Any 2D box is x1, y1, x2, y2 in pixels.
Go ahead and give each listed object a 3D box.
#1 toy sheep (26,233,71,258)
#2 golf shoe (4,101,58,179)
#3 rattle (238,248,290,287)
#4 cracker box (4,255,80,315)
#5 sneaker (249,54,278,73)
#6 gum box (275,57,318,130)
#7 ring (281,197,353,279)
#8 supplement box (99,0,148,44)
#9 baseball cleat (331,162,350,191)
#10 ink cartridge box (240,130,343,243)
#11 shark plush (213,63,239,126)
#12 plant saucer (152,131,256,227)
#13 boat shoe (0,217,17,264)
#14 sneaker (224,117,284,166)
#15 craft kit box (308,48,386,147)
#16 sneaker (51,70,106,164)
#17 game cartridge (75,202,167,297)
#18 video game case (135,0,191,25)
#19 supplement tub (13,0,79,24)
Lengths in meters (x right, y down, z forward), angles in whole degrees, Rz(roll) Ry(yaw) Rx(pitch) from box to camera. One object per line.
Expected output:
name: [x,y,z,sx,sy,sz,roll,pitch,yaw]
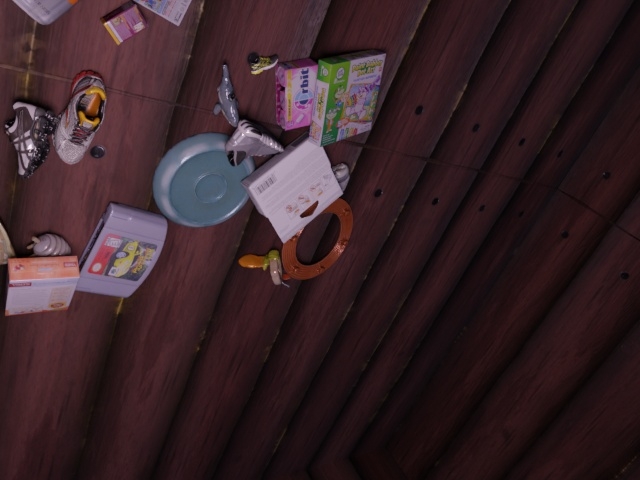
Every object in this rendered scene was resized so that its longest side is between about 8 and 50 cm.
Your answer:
toy sheep: [-0.710,0.025,1.322,0.091,0.091,0.132,-37,157,-5]
golf shoe: [-0.673,-0.231,1.154,0.093,0.077,0.198,29,121,-14]
rattle: [-0.191,0.115,1.795,0.142,0.130,0.200,-23,163,-4]
cracker box: [-0.737,0.121,1.327,0.155,0.067,0.232,-1,153,-36]
sneaker: [-0.152,-0.476,1.346,0.083,0.031,0.035,-33,137,-9]
gum box: [-0.066,-0.412,1.440,0.107,0.062,0.189,-19,134,-24]
ring: [0.000,0.000,1.816,0.336,0.032,0.337,-27,135,-30]
supplement box: [-0.436,-0.485,1.121,0.083,0.043,0.055,-34,138,-7]
baseball cleat: [0.017,-0.174,1.697,0.205,0.072,0.110,-31,137,-9]
ink cartridge box: [-0.079,-0.166,1.579,0.275,0.060,0.239,-41,130,-16]
shark plush: [-0.235,-0.386,1.334,0.073,0.067,0.161,-9,130,-30]
plant saucer: [-0.328,-0.162,1.477,0.317,0.044,0.318,-19,134,-21]
boat shoe: [-0.802,-0.001,1.256,0.048,0.056,0.153,-20,142,-28]
sneaker: [-0.200,-0.261,1.433,0.132,0.086,0.228,-45,160,13]
craft kit box: [0.079,-0.424,1.495,0.249,0.060,0.247,-28,137,-40]
sneaker: [-0.560,-0.276,1.170,0.088,0.093,0.225,7,121,-41]
game cartridge: [-0.574,0.039,1.460,0.196,0.060,0.294,15,115,-47]
video game case: [-0.357,-0.557,1.142,0.122,0.011,0.087,17,114,-44]
supplement tub: [-0.459,-0.568,0.921,0.316,0.193,0.194,-40,138,-1]
